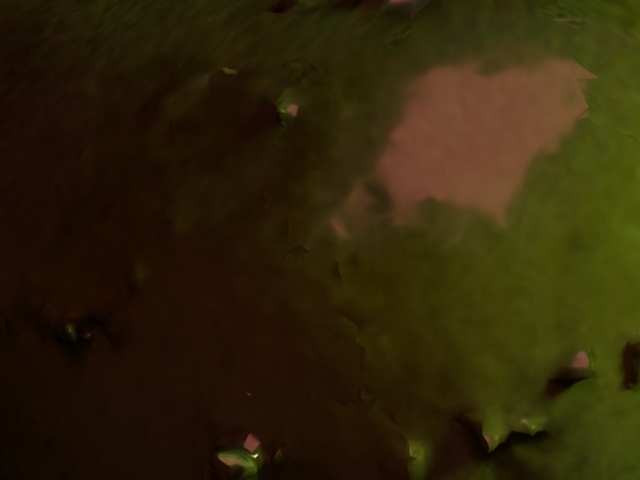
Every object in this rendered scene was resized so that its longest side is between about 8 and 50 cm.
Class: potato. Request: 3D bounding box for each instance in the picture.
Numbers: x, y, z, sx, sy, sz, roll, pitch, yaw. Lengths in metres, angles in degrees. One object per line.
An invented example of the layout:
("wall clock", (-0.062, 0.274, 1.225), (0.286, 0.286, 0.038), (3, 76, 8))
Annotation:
("potato", (-0.014, 0.008, 0.535), (0.359, 0.219, 0.270), (6, 30, 27))
